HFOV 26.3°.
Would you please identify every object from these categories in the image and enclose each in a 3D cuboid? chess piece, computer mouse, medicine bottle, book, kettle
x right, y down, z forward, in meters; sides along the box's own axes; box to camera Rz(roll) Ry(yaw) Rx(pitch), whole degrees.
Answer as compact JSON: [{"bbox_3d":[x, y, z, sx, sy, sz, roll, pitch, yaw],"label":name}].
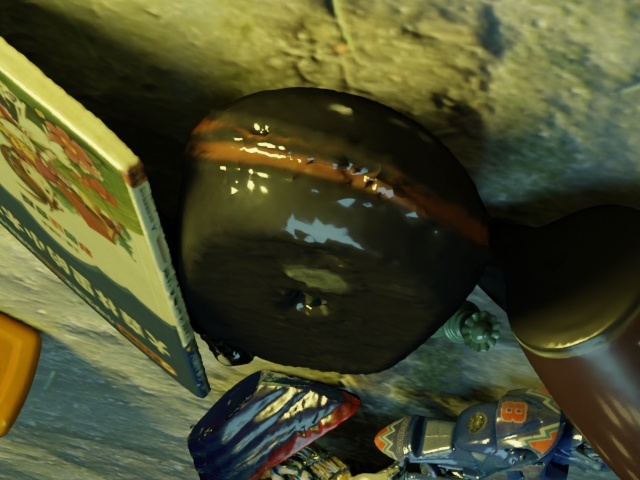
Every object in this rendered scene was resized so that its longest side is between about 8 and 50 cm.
[{"bbox_3d":[0.090,0.053,0.912,0.042,0.042,0.093,27,-179,-21],"label":"chess piece"},{"bbox_3d":[0.002,-0.005,0.809,0.183,0.116,0.323,21,161,-3],"label":"computer mouse"},{"bbox_3d":[-0.372,0.129,1.287,0.149,0.112,0.222,27,152,-21],"label":"medicine bottle"},{"bbox_3d":[-0.167,-0.029,0.851,0.228,0.018,0.322,39,160,21],"label":"book"},{"bbox_3d":[0.203,0.069,0.848,0.232,0.144,0.202,43,174,-32],"label":"kettle"}]

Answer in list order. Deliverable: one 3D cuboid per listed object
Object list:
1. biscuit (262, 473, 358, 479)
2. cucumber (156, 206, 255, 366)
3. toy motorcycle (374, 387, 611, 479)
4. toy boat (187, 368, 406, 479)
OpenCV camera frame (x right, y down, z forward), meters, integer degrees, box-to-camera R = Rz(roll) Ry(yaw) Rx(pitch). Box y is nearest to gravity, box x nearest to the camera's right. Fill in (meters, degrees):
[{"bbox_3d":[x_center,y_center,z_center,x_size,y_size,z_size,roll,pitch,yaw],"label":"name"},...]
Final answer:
[{"bbox_3d":[0.104,0.343,1.467,0.407,0.091,0.407,11,153,6],"label":"biscuit"},{"bbox_3d":[-0.096,0.033,1.008,0.058,0.058,0.187,0,150,30],"label":"cucumber"},{"bbox_3d":[0.148,0.167,1.112,0.205,0.076,0.114,-17,137,43],"label":"toy motorcycle"},{"bbox_3d":[0.003,0.241,1.256,0.219,0.072,0.318,-13,123,32],"label":"toy boat"}]
